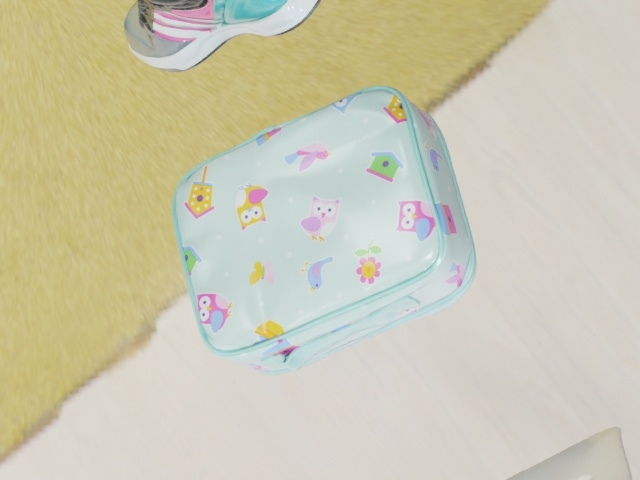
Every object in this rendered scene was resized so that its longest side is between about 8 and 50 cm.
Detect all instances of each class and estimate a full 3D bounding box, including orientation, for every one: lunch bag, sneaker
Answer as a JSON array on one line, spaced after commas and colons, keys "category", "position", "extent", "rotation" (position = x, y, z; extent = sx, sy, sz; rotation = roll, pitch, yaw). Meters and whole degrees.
[{"category": "lunch bag", "position": [0.000, 0.000, 1.724], "extent": [0.279, 0.108, 0.224], "rotation": [-24, 70, 21]}, {"category": "sneaker", "position": [-0.139, -0.238, 1.589], "extent": [0.178, 0.295, 0.123], "rotation": [30, 68, -28]}]

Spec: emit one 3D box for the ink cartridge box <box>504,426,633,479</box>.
[{"category": "ink cartridge box", "position": [0.088, 0.289, 1.245], "extent": [0.353, 0.207, 0.119], "rotation": [-31, 104, 13]}]
